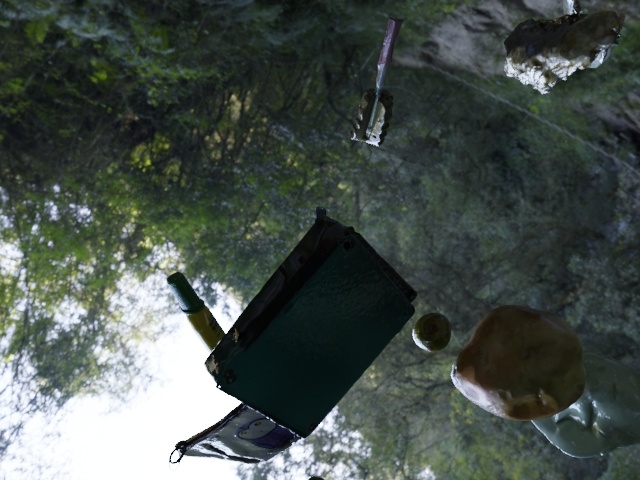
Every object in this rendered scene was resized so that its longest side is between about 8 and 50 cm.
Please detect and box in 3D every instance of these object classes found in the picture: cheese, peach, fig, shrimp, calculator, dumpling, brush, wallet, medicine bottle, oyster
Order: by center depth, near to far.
[{"bbox_3d":[-0.002,0.125,0.732,0.058,0.274,0.248,34,173,47],"label":"calculator"},{"bbox_3d":[0.360,0.228,0.990,0.236,0.214,0.214,-12,-137,-12],"label":"peach"},{"bbox_3d":[0.485,-0.409,1.148,0.110,0.166,0.341,18,-165,-19],"label":"oyster"},{"bbox_3d":[0.131,-0.336,1.160,0.084,0.300,0.071,9,-133,-3],"label":"brush"},{"bbox_3d":[0.652,-0.540,1.298,0.246,0.085,0.360,64,-160,-15],"label":"shrimp"},{"bbox_3d":[-0.179,0.482,1.311,0.275,0.335,0.068,27,-147,-41],"label":"wallet"},{"bbox_3d":[0.746,0.432,1.460,0.212,0.321,0.269,-5,-105,-30],"label":"dumpling"},{"bbox_3d":[-0.380,0.229,1.647,0.308,0.076,0.111,63,-178,-27],"label":"medicine bottle"},{"bbox_3d":[0.000,0.000,1.932,0.062,0.244,0.155,2,176,27],"label":"cheese"},{"bbox_3d":[0.414,0.355,1.973,0.186,0.148,0.142,66,-156,-47],"label":"fig"}]

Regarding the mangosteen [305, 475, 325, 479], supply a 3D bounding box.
[{"bbox_3d":[-0.028,0.794,1.402,0.300,0.300,0.300,29,-154,-16],"label":"mangosteen"}]
